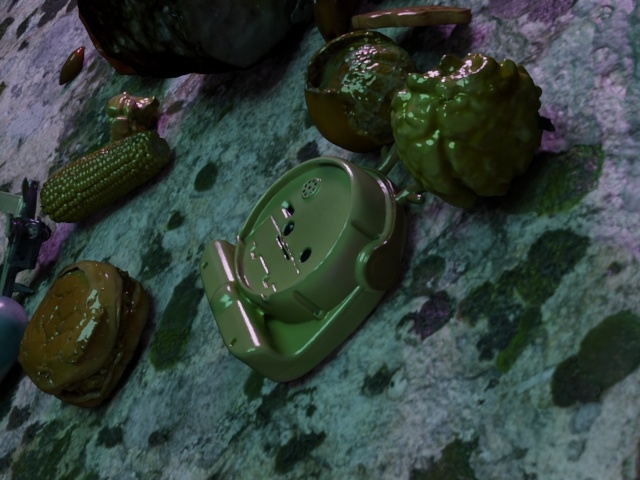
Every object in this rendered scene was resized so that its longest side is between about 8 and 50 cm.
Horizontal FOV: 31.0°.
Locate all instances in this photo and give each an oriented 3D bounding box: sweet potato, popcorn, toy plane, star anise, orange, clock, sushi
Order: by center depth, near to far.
[{"bbox_3d":[0.163,-0.122,1.227,0.173,0.174,0.142,-64,19,-15],"label":"popcorn"},{"bbox_3d":[0.000,0.000,1.357,0.308,0.096,0.235,-44,35,11],"label":"clock"},{"bbox_3d":[0.049,-0.187,1.433,0.156,0.134,0.156,-35,45,45],"label":"orange"},{"bbox_3d":[0.054,-0.423,1.633,0.238,0.148,0.346,9,62,28],"label":"star anise"},{"bbox_3d":[-0.191,-0.391,1.745,0.294,0.299,0.281,3,49,47],"label":"sushi"},{"bbox_3d":[-0.315,-0.198,1.915,0.109,0.089,0.096,-106,24,-59],"label":"popcorn"},{"bbox_3d":[-0.500,0.026,1.927,0.192,0.088,0.261,5,-93,-89],"label":"toy plane"},{"bbox_3d":[-0.495,-0.347,2.297,0.095,0.034,0.034,-58,33,11],"label":"sweet potato"}]

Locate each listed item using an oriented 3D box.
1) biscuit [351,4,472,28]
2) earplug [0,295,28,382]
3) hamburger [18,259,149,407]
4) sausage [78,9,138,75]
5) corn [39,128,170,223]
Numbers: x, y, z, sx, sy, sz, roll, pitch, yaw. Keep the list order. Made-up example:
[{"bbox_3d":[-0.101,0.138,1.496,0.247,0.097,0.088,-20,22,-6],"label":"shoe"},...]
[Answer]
[{"bbox_3d":[0.117,-0.283,1.460,0.184,0.134,0.027,-128,32,-76],"label":"biscuit"},{"bbox_3d":[-0.592,0.210,1.823,0.324,0.185,0.185,-43,35,3],"label":"earplug"},{"bbox_3d":[-0.333,0.128,1.635,0.214,0.108,0.213,-30,45,35],"label":"hamburger"},{"bbox_3d":[-0.344,-0.393,2.052,0.141,0.153,0.268,-39,36,2],"label":"sausage"},{"bbox_3d":[-0.352,-0.102,1.866,0.260,0.091,0.091,-26,21,30],"label":"corn"}]
